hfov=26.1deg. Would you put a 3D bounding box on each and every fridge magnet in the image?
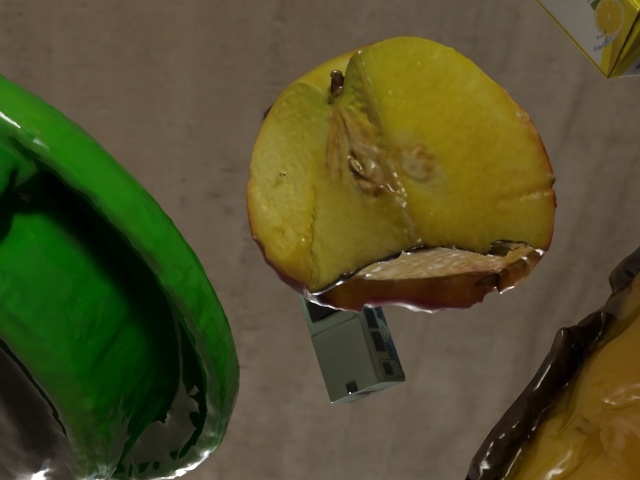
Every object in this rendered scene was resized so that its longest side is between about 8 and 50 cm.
[{"bbox_3d":[-0.124,0.019,0.487,0.088,0.208,0.208,-57,-13,-36],"label":"fridge magnet"}]

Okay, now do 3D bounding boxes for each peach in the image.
[{"bbox_3d":[0.044,-0.032,0.699,0.118,0.151,0.151,11,-99,-69],"label":"peach"}]

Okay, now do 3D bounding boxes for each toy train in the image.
[{"bbox_3d":[0.000,0.000,0.890,0.047,0.043,0.208,8,-120,-57],"label":"toy train"}]

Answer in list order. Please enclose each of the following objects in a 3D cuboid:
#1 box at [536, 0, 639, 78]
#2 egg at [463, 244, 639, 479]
[{"bbox_3d":[0.299,-0.228,1.150,0.168,0.265,0.097,55,137,29],"label":"box"},{"bbox_3d":[0.185,0.156,0.492,0.201,0.337,0.337,23,117,39],"label":"egg"}]
